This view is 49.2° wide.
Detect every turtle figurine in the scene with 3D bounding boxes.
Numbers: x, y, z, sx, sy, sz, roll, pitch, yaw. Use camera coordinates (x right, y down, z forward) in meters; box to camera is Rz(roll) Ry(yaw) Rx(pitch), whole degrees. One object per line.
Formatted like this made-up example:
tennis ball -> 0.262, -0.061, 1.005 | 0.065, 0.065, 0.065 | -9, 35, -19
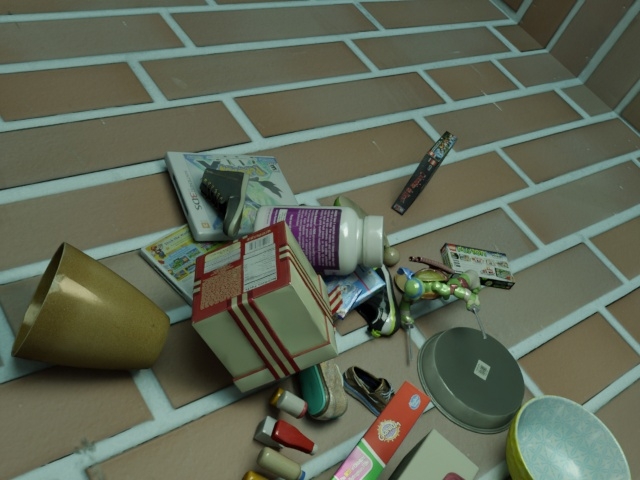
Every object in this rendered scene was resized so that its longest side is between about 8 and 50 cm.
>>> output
turtle figurine -> 0.306, 0.171, 1.771 | 0.274, 0.197, 0.266 | 49, 30, 18

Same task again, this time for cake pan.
cake pan -> 0.386, 0.335, 1.745 | 0.293, 0.054, 0.293 | 14, 45, -15

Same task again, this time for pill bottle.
pill bottle -> 0.000, 0.000, 1.677 | 0.302, 0.169, 0.169 | 2, 45, 8

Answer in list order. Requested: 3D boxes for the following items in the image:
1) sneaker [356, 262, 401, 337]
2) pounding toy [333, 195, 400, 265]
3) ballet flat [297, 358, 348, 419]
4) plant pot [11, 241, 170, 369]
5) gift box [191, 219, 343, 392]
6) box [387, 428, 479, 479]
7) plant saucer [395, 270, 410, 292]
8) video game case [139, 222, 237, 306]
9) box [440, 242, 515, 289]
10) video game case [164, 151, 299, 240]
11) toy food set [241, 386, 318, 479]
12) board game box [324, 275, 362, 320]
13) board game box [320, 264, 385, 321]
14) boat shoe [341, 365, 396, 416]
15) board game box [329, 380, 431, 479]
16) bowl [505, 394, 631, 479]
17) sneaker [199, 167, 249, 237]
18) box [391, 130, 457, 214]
sneaker -> 0.132, 0.138, 1.779 | 0.097, 0.084, 0.234 | 2, 50, -24
pounding toy -> 0.095, -0.010, 1.905 | 0.237, 0.110, 0.183 | 31, 22, -41
ballet flat -> -0.010, 0.265, 1.597 | 0.106, 0.108, 0.315 | 18, 46, -40
plant pot -> -0.442, 0.162, 1.396 | 0.254, 0.237, 0.237 | 27, 41, -24
gift box -> -0.103, 0.133, 1.485 | 0.255, 0.258, 0.276 | -20, 35, 13
box -> 0.193, 0.523, 1.405 | 0.127, 0.148, 0.232 | 40, 45, 12
plant saucer -> 0.238, 0.118, 1.900 | 0.084, 0.015, 0.083 | 14, 46, -15
video game case -> -0.286, 0.045, 1.701 | 0.206, 0.026, 0.227 | 42, 46, 14
box -> 0.458, 0.075, 2.033 | 0.207, 0.036, 0.114 | 10, 46, -18
video game case -> -0.219, -0.121, 1.855 | 0.329, 0.036, 0.299 | -1, 49, -34
toy food set -> -0.067, 0.408, 1.416 | 0.105, 0.111, 0.232 | 33, 41, -13
board game box -> 0.040, 0.134, 1.688 | 0.090, 0.020, 0.090 | 28, 63, 14
board game box -> 0.029, 0.109, 1.737 | 0.212, 0.039, 0.160 | -30, 66, -19
boat shoe -> 0.132, 0.350, 1.594 | 0.183, 0.066, 0.066 | 30, 44, 2
board game box -> 0.072, 0.445, 1.352 | 0.064, 0.242, 0.316 | 37, 44, 12
bowl -> 0.526, 0.514, 1.573 | 0.290, 0.156, 0.289 | 14, 45, -15
sneaker -> -0.248, -0.094, 1.733 | 0.118, 0.083, 0.222 | 10, 40, -6
box -> 0.307, -0.198, 2.069 | 0.044, 0.233, 0.159 | 37, 44, 7
